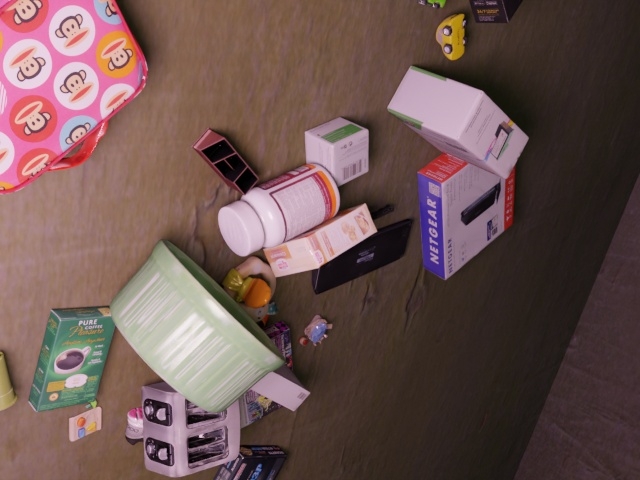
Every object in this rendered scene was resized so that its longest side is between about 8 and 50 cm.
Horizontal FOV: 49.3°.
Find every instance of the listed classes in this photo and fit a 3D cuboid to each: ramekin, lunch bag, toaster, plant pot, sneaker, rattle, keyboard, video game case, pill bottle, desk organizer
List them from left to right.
[{"bbox_3d":[-0.523,0.217,1.098,0.083,0.083,0.079,-11,109,-43],"label":"plant pot"},{"bbox_3d":[-0.378,-0.208,0.925,0.293,0.120,0.258,-43,140,-19],"label":"lunch bag"},{"bbox_3d":[-0.327,0.386,1.427,0.170,0.063,0.074,15,103,-46],"label":"sneaker"},{"bbox_3d":[-0.249,0.358,1.370,0.186,0.110,0.168,-3,92,-42],"label":"toaster"},{"bbox_3d":[-0.217,0.154,1.208,0.148,0.303,0.303,-45,141,-5],"label":"ramekin"},{"bbox_3d":[-0.168,-0.139,1.253,0.047,0.050,0.130,-51,141,-9],"label":"desk organizer"},{"bbox_3d":[-0.158,0.313,1.555,0.210,0.042,0.232,-23,130,-25],"label":"video game case"},{"bbox_3d":[-0.108,0.136,1.439,0.130,0.143,0.199,-50,138,-34],"label":"rattle"},{"bbox_3d":[-0.079,-0.059,1.346,0.221,0.121,0.121,-28,133,-32],"label":"pill bottle"},{"bbox_3d":[0.105,0.003,1.661,0.317,0.033,0.201,-21,134,-39],"label":"keyboard"}]

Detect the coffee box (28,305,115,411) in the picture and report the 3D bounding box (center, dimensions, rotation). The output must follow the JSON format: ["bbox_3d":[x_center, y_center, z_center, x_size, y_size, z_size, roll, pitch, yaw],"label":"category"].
[{"bbox_3d":[-0.428,0.203,1.210,0.113,0.040,0.184,-1,115,-48],"label":"coffee box"}]

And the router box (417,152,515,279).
[{"bbox_3d":[0.394,-0.107,1.854,0.301,0.082,0.335,-36,137,-25],"label":"router box"}]

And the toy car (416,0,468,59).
[{"bbox_3d":[0.258,-0.513,1.460,0.225,0.053,0.239,-1,115,-46],"label":"toy car"}]

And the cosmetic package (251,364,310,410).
[{"bbox_3d":[-0.127,0.273,1.452,0.060,0.099,0.239,-48,136,1],"label":"cosmetic package"}]

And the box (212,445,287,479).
[{"bbox_3d":[-0.197,0.611,1.725,0.175,0.051,0.220,23,98,-51],"label":"box"}]

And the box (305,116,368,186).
[{"bbox_3d":[0.034,-0.179,1.414,0.101,0.087,0.102,-29,133,-32],"label":"box"}]

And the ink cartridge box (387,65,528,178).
[{"bbox_3d":[0.314,-0.261,1.568,0.278,0.201,0.117,22,98,-52],"label":"ink cartridge box"}]

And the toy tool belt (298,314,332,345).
[{"bbox_3d":[-0.011,0.223,1.665,0.083,0.051,0.052,-53,141,-5],"label":"toy tool belt"}]

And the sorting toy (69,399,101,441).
[{"bbox_3d":[-0.440,0.335,1.310,0.062,0.012,0.083,-15,126,-40],"label":"sorting toy"}]

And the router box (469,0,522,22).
[{"bbox_3d":[0.386,-0.638,1.425,0.309,0.081,0.243,-55,137,-23],"label":"router box"}]

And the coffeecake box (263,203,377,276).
[{"bbox_3d":[0.000,0.000,1.431,0.185,0.142,0.068,-30,100,-40],"label":"coffeecake box"}]
